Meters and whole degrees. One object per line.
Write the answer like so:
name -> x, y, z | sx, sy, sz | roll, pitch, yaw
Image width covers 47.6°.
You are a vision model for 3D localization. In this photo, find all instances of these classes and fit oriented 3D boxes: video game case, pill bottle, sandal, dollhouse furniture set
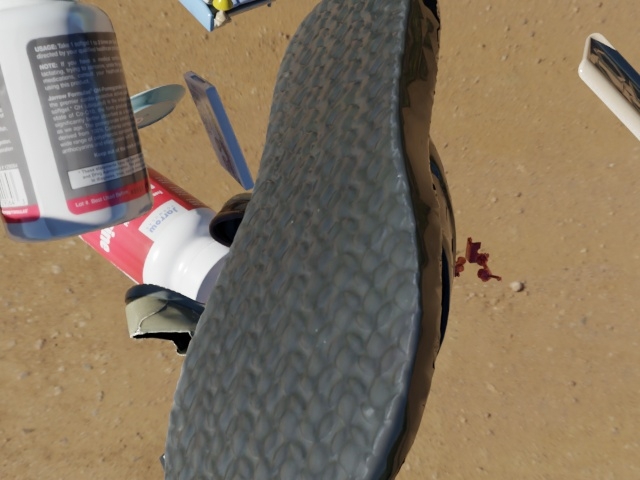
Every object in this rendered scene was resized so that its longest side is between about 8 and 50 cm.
video game case -> -0.149, -0.162, 1.058 | 0.019, 0.143, 0.157 | -27, 119, -12
pill bottle -> -0.351, -0.009, 1.607 | 0.407, 0.229, 0.229 | 33, 87, 26
sandal -> 0.027, -0.001, 0.455 | 0.107, 0.167, 0.446 | 37, 51, -34
pill bottle -> -0.312, -0.170, 0.837 | 0.176, 0.176, 0.319 | -10, 103, -1
dollhouse furniture set -> -0.197, -0.665, 1.654 | 0.286, 0.198, 0.303 | -28, 63, -26

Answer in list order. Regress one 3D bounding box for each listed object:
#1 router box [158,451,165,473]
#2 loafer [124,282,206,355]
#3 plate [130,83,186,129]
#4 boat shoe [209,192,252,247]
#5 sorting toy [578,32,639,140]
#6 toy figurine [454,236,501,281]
router box -> -0.009, 0.339, 0.723 | 0.081, 0.243, 0.309 | -41, 125, -6
loafer -> -0.183, 0.144, 1.103 | 0.251, 0.094, 0.087 | 20, 58, -23
plate -> -0.353, -0.259, 1.462 | 0.188, 0.188, 0.024 | -27, 89, -2
boat shoe -> 0.000, 0.000, 1.086 | 0.341, 0.123, 0.123 | 12, 102, 7
sorting toy -> 0.508, -0.251, 1.226 | 0.193, 0.208, 0.038 | 45, 128, -4
toy figurine -> 0.113, 0.130, 1.243 | 0.362, 0.191, 0.217 | -7, 119, -14
